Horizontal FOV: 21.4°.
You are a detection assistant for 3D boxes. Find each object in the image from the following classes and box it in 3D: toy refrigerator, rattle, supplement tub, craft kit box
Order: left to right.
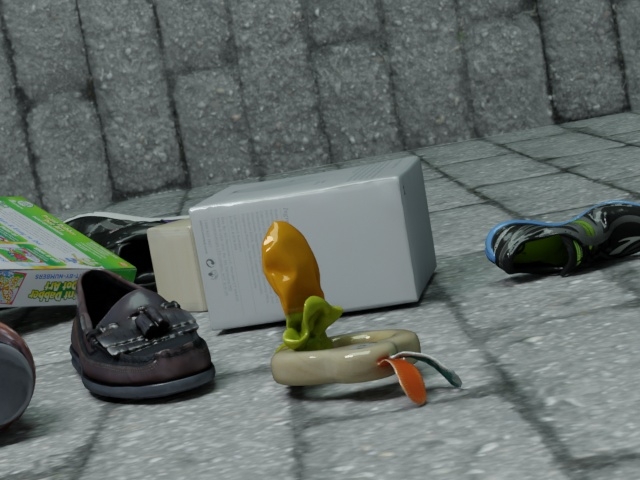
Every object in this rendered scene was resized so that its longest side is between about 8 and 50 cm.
[{"bbox_3d":[-0.312,0.115,1.471,0.106,0.106,0.198,-13,7,-25],"label":"supplement tub"},{"bbox_3d":[-0.398,0.010,2.084,0.250,0.061,0.246,29,21,38],"label":"craft kit box"},{"bbox_3d":[-0.074,0.006,2.039,0.269,0.102,0.094,-17,10,-42],"label":"toy refrigerator"},{"bbox_3d":[0.032,0.055,1.366,0.130,0.143,0.199,7,-5,-18],"label":"rattle"}]

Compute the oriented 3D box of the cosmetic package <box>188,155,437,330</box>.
[{"bbox_3d":[0.000,0.000,1.828,0.224,0.138,0.224,-10,7,11],"label":"cosmetic package"}]

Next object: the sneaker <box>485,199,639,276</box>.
[{"bbox_3d":[0.268,0.007,1.766,0.188,0.067,0.078,-9,28,-6],"label":"sneaker"}]

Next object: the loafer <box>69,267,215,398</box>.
[{"bbox_3d":[-0.182,0.083,1.581,0.109,0.095,0.302,-13,7,-20],"label":"loafer"}]

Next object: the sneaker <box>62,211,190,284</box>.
[{"bbox_3d":[-0.271,0.014,2.192,0.283,0.107,0.124,-8,3,16],"label":"sneaker"}]
